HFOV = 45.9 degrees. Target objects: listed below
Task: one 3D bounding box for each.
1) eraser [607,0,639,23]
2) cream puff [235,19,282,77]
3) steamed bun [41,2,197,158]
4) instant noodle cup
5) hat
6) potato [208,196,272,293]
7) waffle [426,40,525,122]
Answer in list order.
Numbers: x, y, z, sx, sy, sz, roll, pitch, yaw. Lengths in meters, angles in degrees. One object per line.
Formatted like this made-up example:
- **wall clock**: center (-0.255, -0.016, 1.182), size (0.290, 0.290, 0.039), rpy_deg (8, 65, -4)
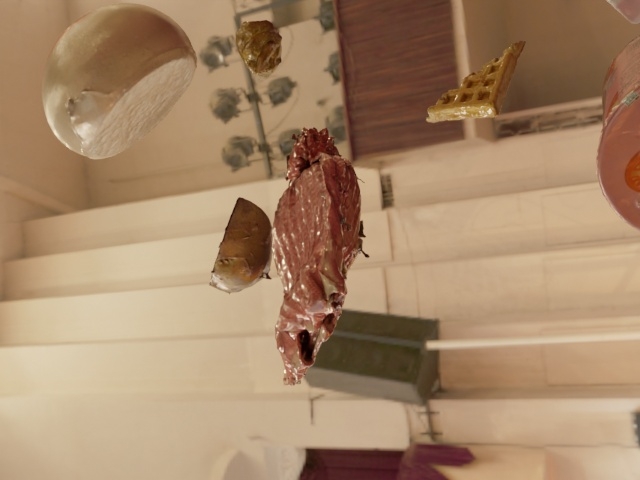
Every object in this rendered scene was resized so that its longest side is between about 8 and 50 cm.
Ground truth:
- **eraser**: center (0.342, -0.293, 0.839), size (0.105, 0.065, 0.026), rpy_deg (27, -141, -27)
- **cream puff**: center (-0.076, -0.248, 0.970), size (0.083, 0.058, 0.083), rpy_deg (63, -179, 30)
- **steamed bun**: center (-0.352, -0.281, 1.276), size (0.177, 0.283, 0.283), rpy_deg (45, -148, 3)
- **instant noodle cup**: center (0.471, -0.155, 0.976), size (0.231, 0.242, 0.243), rpy_deg (-68, -38, -57)
- **hat**: center (0.000, 0.000, 0.811), size (0.237, 0.107, 0.286), rpy_deg (116, 160, -55)
- **potato**: center (-0.108, 0.025, 1.140), size (0.172, 0.089, 0.101), rpy_deg (115, 177, -54)
- **waffle**: center (0.252, -0.262, 1.221), size (0.032, 0.125, 0.191), rpy_deg (60, -139, -36)
